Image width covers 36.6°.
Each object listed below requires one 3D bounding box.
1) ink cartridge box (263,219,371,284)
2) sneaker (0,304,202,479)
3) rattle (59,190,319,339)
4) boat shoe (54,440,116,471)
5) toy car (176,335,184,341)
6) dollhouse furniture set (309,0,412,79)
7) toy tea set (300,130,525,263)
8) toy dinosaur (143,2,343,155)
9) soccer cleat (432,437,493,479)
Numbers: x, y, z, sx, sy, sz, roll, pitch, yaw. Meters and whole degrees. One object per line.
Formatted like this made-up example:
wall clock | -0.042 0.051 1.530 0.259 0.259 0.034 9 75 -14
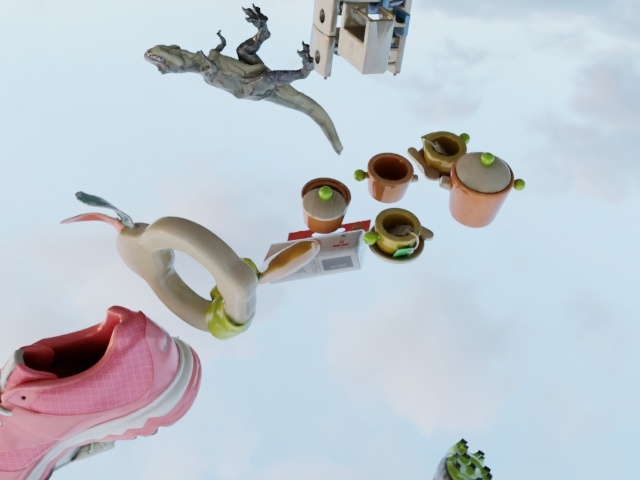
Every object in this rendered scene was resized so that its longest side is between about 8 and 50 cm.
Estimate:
ink cartridge box | 0.000 0.000 1.489 0.145 0.045 0.179 -9 -154 13
sneaker | -0.274 0.151 0.902 0.314 0.136 0.116 -29 -134 0
rattle | -0.121 -0.011 0.910 0.200 0.130 0.143 31 -112 18
boat shoe | -0.316 0.228 1.263 0.103 0.113 0.302 3 -157 26
toy car | -0.294 0.247 1.874 0.040 0.122 0.060 33 174 -2
dollhouse furniture set | 0.079 -0.280 1.380 0.129 0.129 0.183 -7 -148 -23
toy tea set | 0.134 -0.084 1.441 0.336 0.124 0.200 -24 -125 -25
toy dinosaur | -0.068 -0.202 1.152 0.268 0.118 0.064 23 -138 -14
soccer cleat | 0.150 0.267 1.063 0.060 0.072 0.179 34 -178 10
